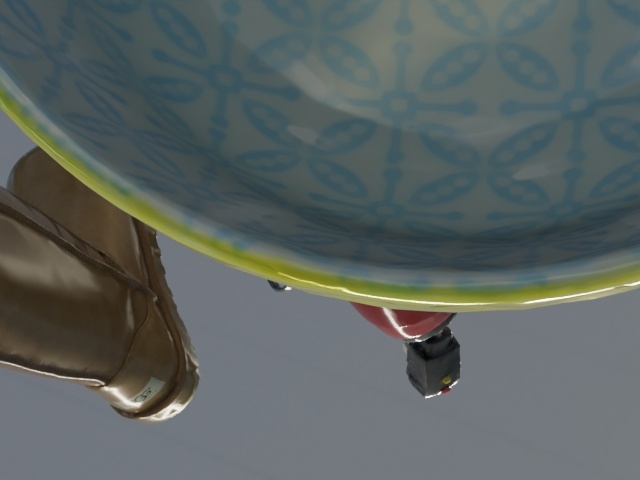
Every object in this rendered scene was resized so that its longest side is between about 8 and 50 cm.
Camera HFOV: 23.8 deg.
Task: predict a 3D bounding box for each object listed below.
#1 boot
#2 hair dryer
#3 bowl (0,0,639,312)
[{"bbox_3d":[-0.186,-0.011,0.910,0.089,0.269,0.236,-39,-118,8],"label":"boot"},{"bbox_3d":[0.000,0.000,1.057,0.224,0.293,0.080,32,-116,20],"label":"hair dryer"},{"bbox_3d":[0.040,-0.110,0.418,0.290,0.156,0.289,-1,-104,6],"label":"bowl"}]
